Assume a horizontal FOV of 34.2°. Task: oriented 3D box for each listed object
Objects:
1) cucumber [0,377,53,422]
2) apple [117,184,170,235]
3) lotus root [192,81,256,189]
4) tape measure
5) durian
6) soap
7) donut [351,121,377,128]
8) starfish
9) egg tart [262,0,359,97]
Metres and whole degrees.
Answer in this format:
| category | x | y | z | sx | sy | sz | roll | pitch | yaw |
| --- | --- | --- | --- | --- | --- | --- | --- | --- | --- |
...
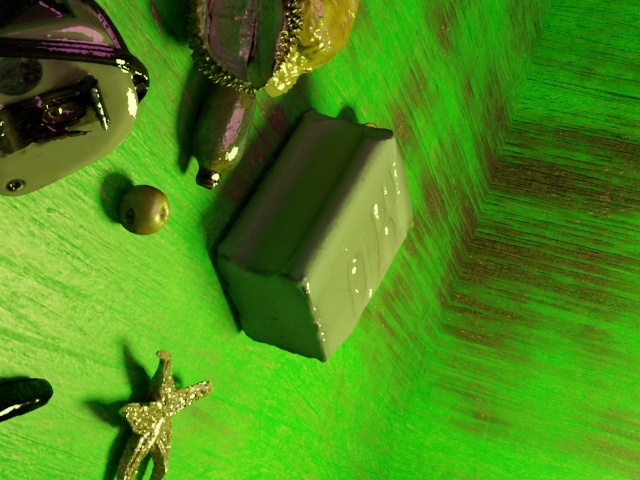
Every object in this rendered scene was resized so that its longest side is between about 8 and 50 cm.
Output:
| category | x | y | z | sx | sy | sz | roll | pitch | yaw |
| --- | --- | --- | --- | --- | --- | --- | --- | --- | --- |
| cucumber | -0.445 | 0.226 | 1.373 | 0.284 | 0.056 | 0.056 | -18 | 120 | -67 |
| apple | -0.268 | -0.046 | 1.587 | 0.084 | 0.071 | 0.084 | -47 | 145 | -48 |
| lotus root | -0.163 | -0.178 | 1.733 | 0.113 | 0.088 | 0.192 | 27 | 79 | -74 |
| tape measure | -0.323 | -0.191 | 1.174 | 0.231 | 0.133 | 0.271 | -28 | 140 | -7 |
| durian | -0.123 | -0.354 | 1.637 | 0.237 | 0.193 | 0.138 | -60 | -163 | -9 |
| soap | 0.000 | 0.000 | 2.068 | 0.435 | 0.212 | 0.350 | -58 | 153 | -35 |
| donut | 0.078 | -0.179 | 2.312 | 0.166 | 0.073 | 0.184 | -66 | 155 | -19 |
| starfish | -0.290 | 0.310 | 1.771 | 0.299 | 0.060 | 0.302 | -52 | 154 | -32 |
| egg tart | -0.027 | -0.446 | 1.808 | 0.351 | 0.153 | 0.340 | -56 | 148 | -40 |
